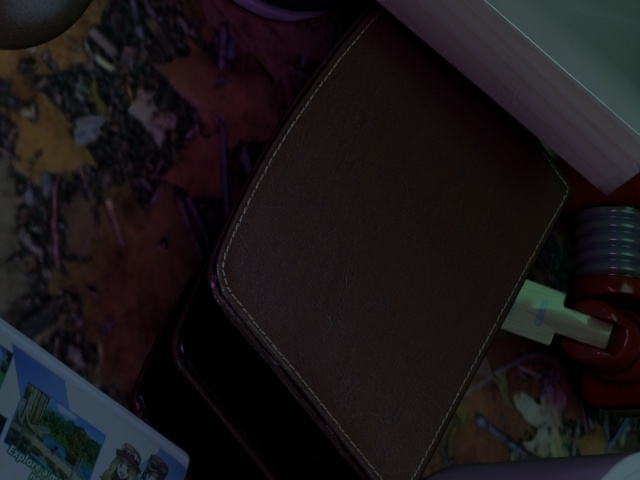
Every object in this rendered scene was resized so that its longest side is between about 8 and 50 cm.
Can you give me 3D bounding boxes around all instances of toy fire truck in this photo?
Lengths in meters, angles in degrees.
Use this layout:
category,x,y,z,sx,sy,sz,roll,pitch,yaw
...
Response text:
category,x,y,z,sx,sy,sz,roll,pitch,yaw
toy fire truck,0.202,0.014,1.500,0.246,0.158,0.217,24,65,-55

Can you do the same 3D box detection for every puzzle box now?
category,x,y,z,sx,sy,sz,roll,pitch,yaw
puzzle box,0.119,-0.240,1.353,0.272,0.052,0.409,37,33,-21

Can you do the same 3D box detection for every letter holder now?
category,x,y,z,sx,sy,sz,roll,pitch,yaw
letter holder,0.000,0.000,1.250,0.214,0.152,0.302,53,47,-25

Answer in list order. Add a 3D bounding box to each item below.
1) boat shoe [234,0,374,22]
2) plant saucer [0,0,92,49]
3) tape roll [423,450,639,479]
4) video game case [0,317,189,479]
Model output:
category,x,y,z,sx,sy,sz,roll,pitch,yaw
boat shoe,0.039,-0.217,1.380,0.302,0.091,0.114,-13,91,-50
plant saucer,-0.188,-0.214,1.163,0.198,0.036,0.198,12,74,-48
tape roll,0.174,0.274,1.378,0.246,0.169,0.246,13,72,-48
video game case,-0.228,0.170,1.039,0.329,0.036,0.300,41,54,-35
